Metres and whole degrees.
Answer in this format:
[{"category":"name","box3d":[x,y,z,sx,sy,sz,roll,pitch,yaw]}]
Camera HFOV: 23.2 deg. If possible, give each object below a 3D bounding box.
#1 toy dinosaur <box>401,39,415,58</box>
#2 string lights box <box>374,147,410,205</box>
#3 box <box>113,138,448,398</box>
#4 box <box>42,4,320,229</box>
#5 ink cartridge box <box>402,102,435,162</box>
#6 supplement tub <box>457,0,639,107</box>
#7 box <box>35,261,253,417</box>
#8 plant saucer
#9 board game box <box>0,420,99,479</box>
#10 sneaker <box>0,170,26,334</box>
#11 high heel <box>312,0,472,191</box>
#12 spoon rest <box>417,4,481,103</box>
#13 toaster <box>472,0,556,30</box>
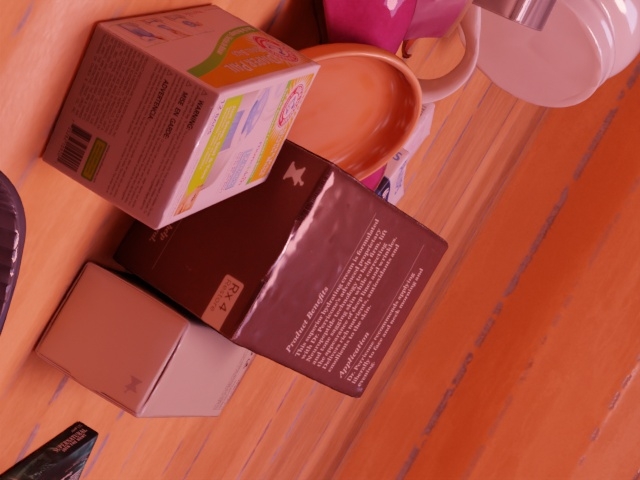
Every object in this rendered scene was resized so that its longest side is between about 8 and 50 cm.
[{"category":"toy dinosaur","box3d":[0.106,-0.238,1.750,0.082,0.090,0.047,-13,159,-30]},{"category":"string lights box","box3d":[0.000,0.000,1.819,0.260,0.076,0.133,-53,168,-17]},{"category":"box","box3d":[-0.031,0.010,1.366,0.203,0.167,0.168,32,89,-50]},{"category":"box","box3d":[-0.097,-0.098,1.156,0.114,0.103,0.203,-63,168,20]},{"category":"ink cartridge box","box3d":[0.074,-0.069,2.051,0.189,0.066,0.232,-55,163,-21]},{"category":"supplement tub","box3d":[0.343,-0.354,2.010,0.331,0.241,0.241,-52,166,-31]},{"category":"box","box3d":[-0.147,0.095,1.405,0.094,0.113,0.275,-60,169,-1]},{"category":"plant saucer","box3d":[-0.004,-0.113,1.443,0.200,0.037,0.200,-15,146,-11]},{"category":"board game box","box3d":[-0.280,0.254,1.441,0.126,0.026,0.186,-64,168,22]},{"category":"sneaker","box3d":[-0.256,0.068,0.965,0.319,0.112,0.131,-62,-175,24]},{"category":"high heel","box3d":[-0.005,-0.144,1.535,0.181,0.127,0.377,-5,138,-36]},{"category":"spoon rest","box3d":[0.165,-0.273,1.822,0.137,0.084,0.276,-80,-169,-50]},{"category":"toaster","box3d":[0.182,-0.298,1.627,0.110,0.185,0.168,-67,167,12]}]
